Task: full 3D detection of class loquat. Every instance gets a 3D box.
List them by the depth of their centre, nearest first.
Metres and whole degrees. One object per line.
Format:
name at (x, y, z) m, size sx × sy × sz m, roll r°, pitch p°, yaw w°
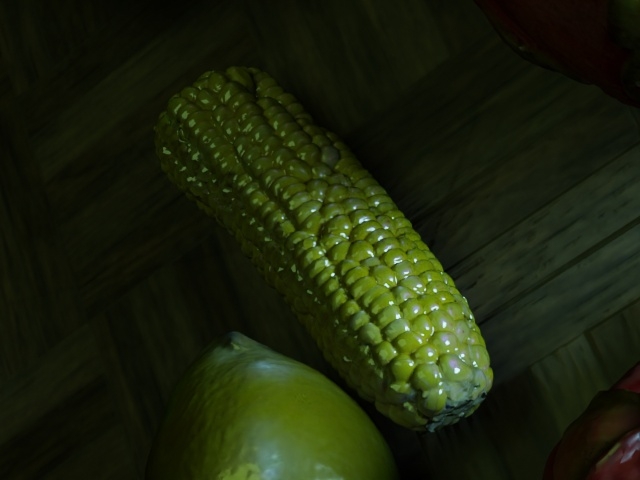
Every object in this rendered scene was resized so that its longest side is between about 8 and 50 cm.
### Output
loquat at (-0.027, 0.141, 0.913) m, size 0.152 × 0.152 × 0.195 m, roll -27°, pitch 59°, yaw 27°

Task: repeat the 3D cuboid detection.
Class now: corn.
corn at (0.000, 0.000, 0.965) m, size 0.101 × 0.101 × 0.291 m, roll -50°, pitch 54°, yaw 14°

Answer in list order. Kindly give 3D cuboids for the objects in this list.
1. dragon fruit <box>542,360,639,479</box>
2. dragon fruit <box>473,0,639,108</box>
dragon fruit at (0.239, 0.073, 0.696) m, size 0.329 × 0.228 × 0.286 m, roll -49°, pitch 53°, yaw 16°
dragon fruit at (0.200, -0.185, 0.772) m, size 0.342 × 0.277 × 0.277 m, roll 41°, pitch 102°, yaw 41°
